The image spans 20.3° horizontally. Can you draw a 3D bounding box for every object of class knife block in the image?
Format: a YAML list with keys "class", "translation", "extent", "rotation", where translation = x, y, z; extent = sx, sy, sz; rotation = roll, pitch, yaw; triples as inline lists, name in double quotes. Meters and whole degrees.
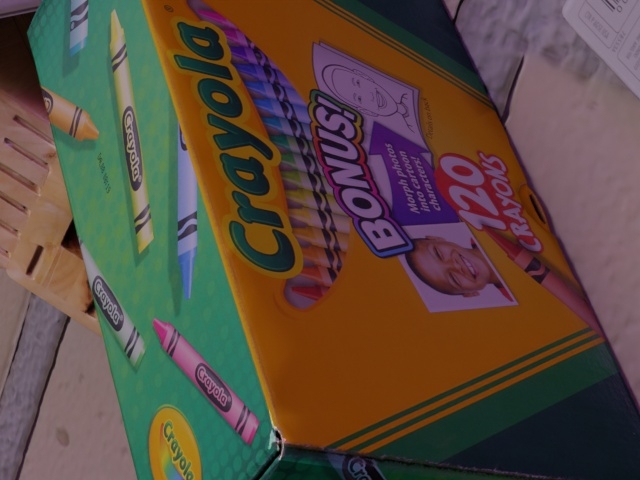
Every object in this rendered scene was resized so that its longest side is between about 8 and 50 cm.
- class: "knife block"
  translation: [-0.120, -0.065, 0.974]
  extent: [0.275, 0.242, 0.088]
  rotation: [32, 116, 8]

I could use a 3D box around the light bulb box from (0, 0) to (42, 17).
- class: "light bulb box"
  translation: [-0.191, -0.330, 0.848]
  extent: [0.358, 0.225, 0.361]
  rotation: [-121, 22, -57]

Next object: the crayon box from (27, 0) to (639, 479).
- class: "crayon box"
  translation: [0.000, 0.000, 0.672]
  extent: [0.081, 0.165, 0.278]
  rotation: [-53, 41, 34]

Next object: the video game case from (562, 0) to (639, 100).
- class: "video game case"
  translation: [0.184, -0.114, 0.558]
  extent: [0.227, 0.026, 0.206]
  rotation: [-61, 37, 24]
